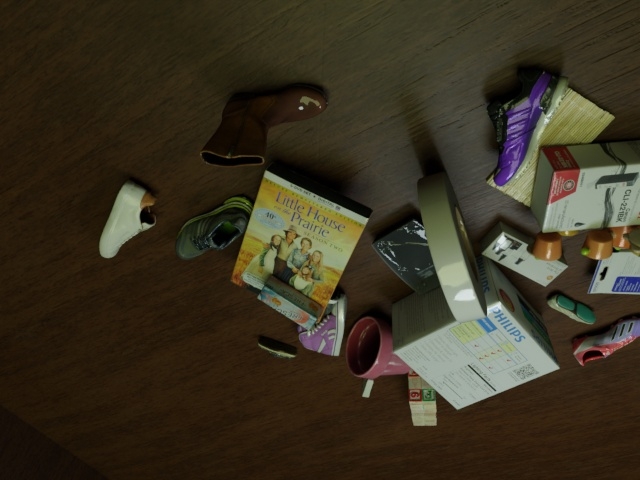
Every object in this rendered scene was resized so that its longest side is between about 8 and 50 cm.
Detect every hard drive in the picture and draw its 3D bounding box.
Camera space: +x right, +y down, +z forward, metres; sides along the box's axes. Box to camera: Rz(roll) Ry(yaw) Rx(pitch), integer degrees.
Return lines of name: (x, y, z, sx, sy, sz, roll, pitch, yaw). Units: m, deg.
hard drive: (0.290, 0.043, 1.620, 0.172, 0.054, 0.255, -33, 118, 27)

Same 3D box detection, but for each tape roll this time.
tape roll: (0.339, 0.015, 1.383, 0.072, 0.392, 0.392, -17, 125, 19)

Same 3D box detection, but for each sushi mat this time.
sushi mat: (0.584, -0.229, 1.396, 0.151, 0.019, 0.316, 24, 127, -14)

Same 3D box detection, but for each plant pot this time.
plant pot: (0.212, 0.368, 1.813, 0.180, 0.201, 0.201, 17, 130, -28)

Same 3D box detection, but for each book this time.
book: (0.167, 0.463, 1.908, 0.035, 0.144, 0.096, 9, 129, -1)

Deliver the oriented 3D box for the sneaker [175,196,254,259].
sneaker: (-0.325, -0.019, 1.594, 0.300, 0.121, 0.111, -31, 119, 27)

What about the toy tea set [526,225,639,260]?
toy tea set: (0.726, 0.007, 1.457, 0.336, 0.200, 0.124, -1, 127, 10)

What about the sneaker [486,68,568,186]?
sneaker: (0.463, -0.279, 1.318, 0.146, 0.102, 0.293, 21, 117, 3)

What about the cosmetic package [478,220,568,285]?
cosmetic package: (0.592, 0.042, 1.583, 0.239, 0.060, 0.099, 25, 127, -13)

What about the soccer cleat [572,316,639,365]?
soccer cleat: (0.942, 0.328, 1.749, 0.248, 0.095, 0.083, -28, 120, 25)

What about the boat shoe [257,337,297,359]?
boat shoe: (-0.159, 0.395, 1.947, 0.152, 0.056, 0.049, 22, 122, -11)

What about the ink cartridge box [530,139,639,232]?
ink cartridge box: (0.701, -0.137, 1.381, 0.273, 0.114, 0.197, -5, 130, 4)

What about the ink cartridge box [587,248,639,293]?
ink cartridge box: (0.957, 0.081, 1.573, 0.333, 0.065, 0.165, 1, 129, 3)

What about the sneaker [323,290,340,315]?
sneaker: (-0.060, 0.174, 1.720, 0.234, 0.078, 0.106, 22, 117, 5)

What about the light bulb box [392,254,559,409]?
light bulb box: (0.471, 0.292, 1.689, 0.361, 0.225, 0.358, -33, 117, 27)

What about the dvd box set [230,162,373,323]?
dvd box set: (-0.067, 0.021, 1.547, 0.308, 0.062, 0.420, 26, 126, 3)

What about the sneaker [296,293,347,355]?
sneaker: (0.002, 0.282, 1.815, 0.161, 0.102, 0.282, 11, 128, 3)

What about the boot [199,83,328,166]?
boot: (-0.122, -0.272, 1.270, 0.264, 0.280, 0.096, 4, 129, 3)

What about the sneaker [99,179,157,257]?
sneaker: (-0.570, -0.037, 1.616, 0.123, 0.106, 0.290, 27, 125, -12)

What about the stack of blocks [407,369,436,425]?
stack of blocks: (0.361, 0.533, 1.924, 0.087, 0.171, 0.297, -4, 146, 10)

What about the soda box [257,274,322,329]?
soda box: (-0.088, 0.181, 1.579, 0.183, 0.063, 0.058, 32, 126, -2)

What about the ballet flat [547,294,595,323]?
ballet flat: (0.792, 0.217, 1.715, 0.168, 0.057, 0.052, 29, 153, -12)
